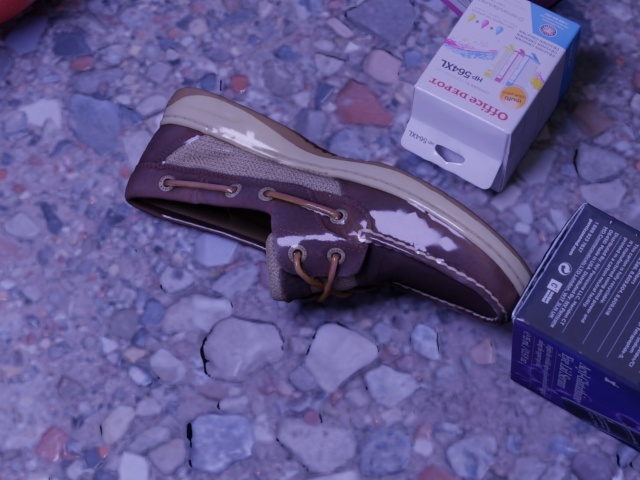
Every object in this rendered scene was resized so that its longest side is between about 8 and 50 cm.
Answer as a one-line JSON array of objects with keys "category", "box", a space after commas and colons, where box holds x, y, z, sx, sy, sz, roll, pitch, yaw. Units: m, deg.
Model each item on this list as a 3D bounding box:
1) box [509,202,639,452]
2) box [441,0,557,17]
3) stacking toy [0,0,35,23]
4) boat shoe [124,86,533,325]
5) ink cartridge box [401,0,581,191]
[{"category": "box", "box": [0.252, 0.087, 1.446, 0.207, 0.153, 0.108, 30, 74, 16]}, {"category": "box", "box": [0.202, -0.320, 1.654, 0.243, 0.213, 0.117, -38, 67, -21]}, {"category": "stacking toy", "box": [-0.260, -0.315, 1.646, 0.480, 0.350, 0.350, -17, 60, -32]}, {"category": "boat shoe", "box": [0.000, 0.000, 1.527, 0.342, 0.123, 0.123, 27, 71, 18]}, {"category": "ink cartridge box", "box": [0.137, -0.119, 1.607, 0.092, 0.090, 0.143, 27, 62, 14]}]
